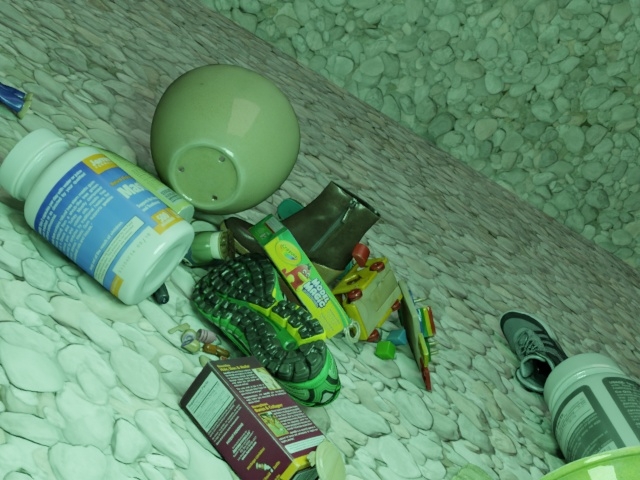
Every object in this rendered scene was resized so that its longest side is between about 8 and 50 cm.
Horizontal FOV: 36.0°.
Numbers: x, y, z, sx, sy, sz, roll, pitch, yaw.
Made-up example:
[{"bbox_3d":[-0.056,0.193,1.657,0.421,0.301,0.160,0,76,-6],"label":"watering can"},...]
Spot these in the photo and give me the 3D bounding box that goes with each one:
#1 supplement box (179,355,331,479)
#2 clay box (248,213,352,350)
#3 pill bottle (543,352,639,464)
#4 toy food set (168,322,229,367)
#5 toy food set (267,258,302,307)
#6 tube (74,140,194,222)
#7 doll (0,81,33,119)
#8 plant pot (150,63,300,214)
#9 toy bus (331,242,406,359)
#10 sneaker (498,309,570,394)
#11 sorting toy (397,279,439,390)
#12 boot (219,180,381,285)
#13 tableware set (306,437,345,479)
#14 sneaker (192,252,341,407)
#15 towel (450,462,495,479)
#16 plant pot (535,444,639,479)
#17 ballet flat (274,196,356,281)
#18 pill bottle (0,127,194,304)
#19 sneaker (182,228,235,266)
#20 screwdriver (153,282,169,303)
[{"bbox_3d":[-0.082,0.245,1.294,0.188,0.080,0.104,45,21,24],"label":"supplement box"},{"bbox_3d":[-0.026,0.068,1.593,0.222,0.053,0.127,55,-5,-20],"label":"clay box"},{"bbox_3d":[0.564,0.382,1.879,0.204,0.204,0.361,29,21,-19],"label":"pill bottle"},{"bbox_3d":[-0.163,0.160,1.452,0.122,0.019,0.078,40,19,12],"label":"toy food set"},{"bbox_3d":[-0.058,0.111,1.741,0.132,0.038,0.192,38,12,-16],"label":"toy food set"},{"bbox_3d":[-0.330,-0.104,1.756,0.240,0.070,0.062,38,58,16],"label":"tube"},{"bbox_3d":[-0.599,-0.279,1.720,0.189,0.046,0.129,28,19,-23],"label":"doll"},{"bbox_3d":[-0.189,-0.157,1.802,0.284,0.284,0.191,32,28,-11],"label":"plant pot"},{"bbox_3d":[0.067,0.117,1.814,0.202,0.104,0.190,26,62,-49],"label":"toy bus"},{"bbox_3d":[0.474,0.249,2.196,0.153,0.101,0.268,16,30,-51],"label":"sneaker"},{"bbox_3d":[0.192,0.164,1.884,0.046,0.132,0.274,-12,29,-2],"label":"sorting toy"},{"bbox_3d":[-0.038,-0.034,1.839,0.248,0.206,0.090,30,19,-15],"label":"boot"},{"bbox_3d":[0.022,0.341,1.225,0.168,0.020,0.141,57,29,-19],"label":"tableware set"},{"bbox_3d":[-0.087,0.142,1.521,0.343,0.134,0.146,47,-15,48],"label":"sneaker"},{"bbox_3d":[0.278,0.419,1.577,0.148,0.027,0.110,41,20,14],"label":"towel"},{"bbox_3d":[0.436,0.467,1.396,0.276,0.276,0.253,21,41,-37],"label":"plant pot"},{"bbox_3d":[0.000,0.000,2.030,0.241,0.091,0.077,50,1,27],"label":"ballet flat"},{"bbox_3d":[-0.333,-0.043,1.445,0.272,0.152,0.152,39,19,7],"label":"pill bottle"},{"bbox_3d":[-0.197,0.012,1.675,0.086,0.064,0.192,-3,-4,2],"label":"sneaker"},{"bbox_3d":[-0.265,0.051,1.551,0.025,0.024,0.170,59,-3,-34],"label":"screwdriver"}]
